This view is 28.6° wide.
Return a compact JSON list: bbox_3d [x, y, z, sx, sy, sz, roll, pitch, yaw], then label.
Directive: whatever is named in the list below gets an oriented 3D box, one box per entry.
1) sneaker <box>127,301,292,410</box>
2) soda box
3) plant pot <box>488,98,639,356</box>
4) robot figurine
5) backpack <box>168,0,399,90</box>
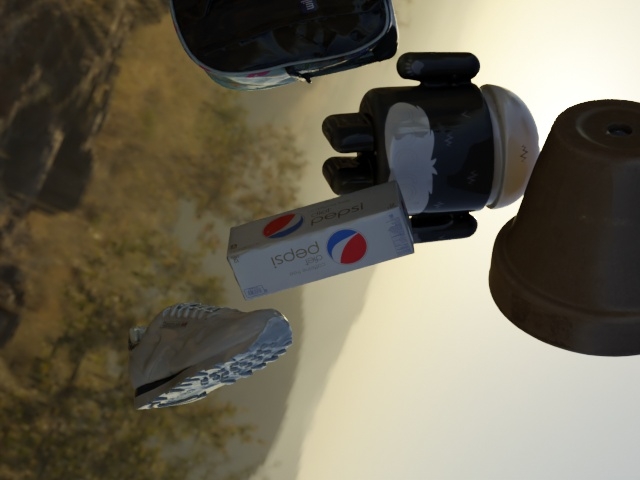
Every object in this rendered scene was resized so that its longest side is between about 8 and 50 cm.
[{"bbox_3d":[-0.121,0.100,1.253,0.235,0.090,0.095,-26,-111,42],"label":"sneaker"},{"bbox_3d":[0.000,0.000,1.505,0.074,0.216,0.069,-90,162,-60],"label":"soda box"},{"bbox_3d":[0.330,-0.032,1.457,0.263,0.263,0.229,-63,157,-52],"label":"plant pot"},{"bbox_3d":[0.143,-0.117,1.626,0.209,0.278,0.173,99,-16,-57],"label":"robot figurine"},{"bbox_3d":[-0.048,-0.292,1.494,0.191,0.253,0.225,42,35,-83],"label":"backpack"}]
